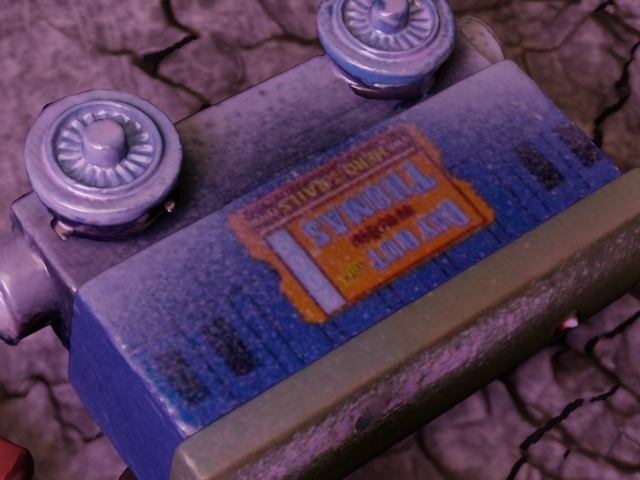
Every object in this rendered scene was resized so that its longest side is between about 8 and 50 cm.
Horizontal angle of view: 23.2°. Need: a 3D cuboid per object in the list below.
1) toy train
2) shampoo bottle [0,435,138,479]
[{"bbox_3d":[0.000,0.000,0.724,0.300,0.131,0.202,-29,66,-24],"label":"toy train"},{"bbox_3d":[-0.221,0.101,0.739,0.284,0.071,0.153,15,61,4],"label":"shampoo bottle"}]
